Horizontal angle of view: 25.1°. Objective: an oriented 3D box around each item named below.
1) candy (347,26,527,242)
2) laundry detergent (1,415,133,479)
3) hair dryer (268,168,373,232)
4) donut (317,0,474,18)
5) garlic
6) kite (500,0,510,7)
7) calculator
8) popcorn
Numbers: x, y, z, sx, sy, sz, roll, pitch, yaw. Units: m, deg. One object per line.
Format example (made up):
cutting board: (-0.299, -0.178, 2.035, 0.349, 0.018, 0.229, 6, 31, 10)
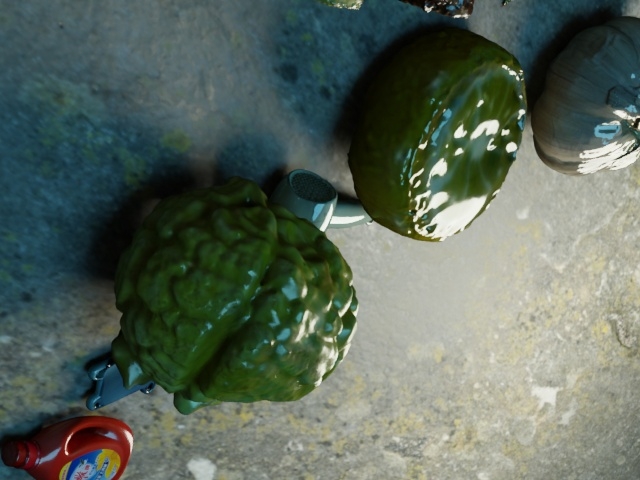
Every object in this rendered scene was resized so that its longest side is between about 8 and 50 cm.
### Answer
candy: (0.141, -0.125, 1.696, 0.260, 0.118, 0.260, -35, 138, -38)
laundry detergent: (-0.288, 0.240, 1.631, 0.165, 0.049, 0.097, 16, 103, -53)
hair dryer: (0.000, 0.000, 1.730, 0.237, 0.075, 0.206, -17, 143, -50)
donut: (0.076, -0.303, 1.455, 0.295, 0.112, 0.151, -6, 130, -47)
garlic: (0.380, -0.182, 1.887, 0.228, 0.152, 0.228, -36, 147, -27)
kite: (0.255, -0.363, 1.694, 0.244, 0.006, 0.198, 4, 120, -50)
calculator: (-0.209, 0.145, 1.656, 0.141, 0.019, 0.094, -23, 139, -36)
popcorn: (-0.094, 0.068, 1.523, 0.270, 0.224, 0.258, -17, 138, -10)
